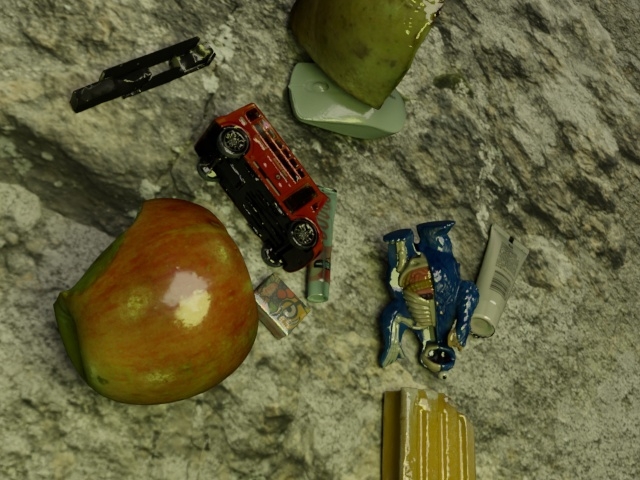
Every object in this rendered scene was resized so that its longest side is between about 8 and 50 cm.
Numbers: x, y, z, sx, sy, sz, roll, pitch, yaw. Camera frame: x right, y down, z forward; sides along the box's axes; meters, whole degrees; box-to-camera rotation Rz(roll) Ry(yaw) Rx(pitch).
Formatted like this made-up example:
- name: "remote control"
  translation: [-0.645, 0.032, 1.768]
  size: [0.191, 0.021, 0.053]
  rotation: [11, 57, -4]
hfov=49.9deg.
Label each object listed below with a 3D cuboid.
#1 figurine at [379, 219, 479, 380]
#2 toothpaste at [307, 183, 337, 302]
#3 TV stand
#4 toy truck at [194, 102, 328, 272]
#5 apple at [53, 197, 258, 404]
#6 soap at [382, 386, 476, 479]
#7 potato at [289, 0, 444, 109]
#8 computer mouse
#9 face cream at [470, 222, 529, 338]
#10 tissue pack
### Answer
- name: "figurine"
  translation: [0.175, 0.096, 1.139]
  size: [0.164, 0.121, 0.262]
  rotation: [2, 92, -4]
- name: "toothpaste"
  translation: [0.000, 0.000, 1.116]
  size: [0.056, 0.036, 0.205]
  rotation: [15, 60, -24]
- name: "TV stand"
  translation: [-0.270, -0.255, 1.052]
  size: [0.249, 0.036, 0.042]
  rotation: [-34, 91, -36]
- name: "toy truck"
  translation: [-0.077, -0.079, 1.054]
  size: [0.114, 0.107, 0.252]
  rotation: [-39, 93, -35]
- name: "apple"
  translation: [-0.202, 0.076, 0.836]
  size: [0.226, 0.246, 0.246]
  rotation: [-20, 82, -21]
- name: "soap"
  translation: [0.166, 0.350, 1.050]
  size: [0.140, 0.073, 0.232]
  rotation: [16, 63, -27]
- name: "potato"
  translation: [0.088, -0.434, 1.151]
  size: [0.213, 0.280, 0.330]
  rotation: [23, 45, -10]
- name: "computer mouse"
  translation: [0.053, -0.253, 1.225]
  size: [0.231, 0.079, 0.127]
  rotation: [7, 64, -25]
- name: "face cream"
  translation: [0.324, 0.071, 1.272]
  size: [0.092, 0.058, 0.243]
  rotation: [38, 50, -6]
- name: "tissue pack"
  translation: [-0.066, 0.098, 1.035]
  size: [0.083, 0.035, 0.063]
  rotation: [48, 55, -4]
